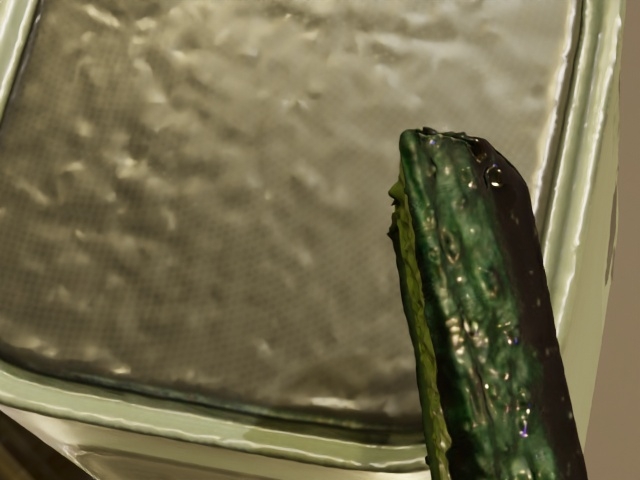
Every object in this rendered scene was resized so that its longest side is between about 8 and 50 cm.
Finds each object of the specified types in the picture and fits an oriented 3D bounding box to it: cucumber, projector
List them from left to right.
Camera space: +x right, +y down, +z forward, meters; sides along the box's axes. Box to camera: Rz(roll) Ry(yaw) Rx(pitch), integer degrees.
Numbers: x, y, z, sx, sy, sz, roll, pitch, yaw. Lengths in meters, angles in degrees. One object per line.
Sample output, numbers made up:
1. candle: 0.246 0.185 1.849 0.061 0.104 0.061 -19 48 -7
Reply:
1. projector: 0.000 0.000 0.706 0.248 0.248 0.249 9 -19 13
2. cucumber: 0.054 0.071 0.482 0.070 0.046 0.220 -158 -123 -77
